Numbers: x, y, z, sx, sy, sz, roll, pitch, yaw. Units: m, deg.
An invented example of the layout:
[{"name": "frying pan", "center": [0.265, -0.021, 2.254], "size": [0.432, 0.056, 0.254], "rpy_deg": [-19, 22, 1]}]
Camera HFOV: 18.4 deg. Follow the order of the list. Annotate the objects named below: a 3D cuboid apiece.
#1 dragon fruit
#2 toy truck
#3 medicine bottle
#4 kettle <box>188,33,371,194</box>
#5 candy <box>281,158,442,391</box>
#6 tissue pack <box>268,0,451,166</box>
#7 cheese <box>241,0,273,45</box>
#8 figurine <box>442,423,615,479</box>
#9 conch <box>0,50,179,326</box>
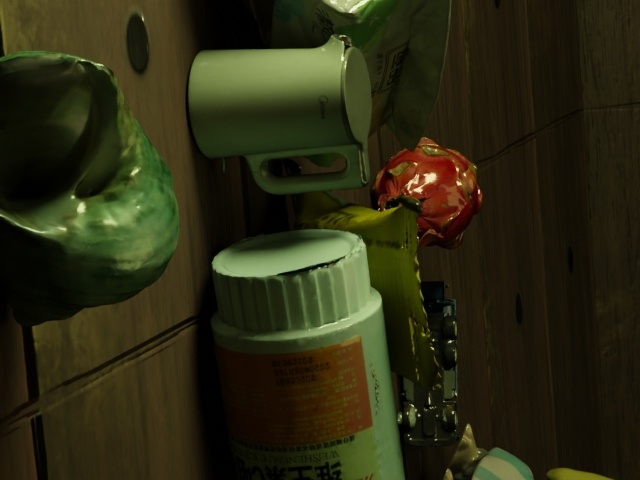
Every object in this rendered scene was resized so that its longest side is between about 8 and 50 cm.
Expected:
[{"name": "dragon fruit", "center": [0.125, -0.050, 2.305], "size": [0.166, 0.133, 0.136], "rpy_deg": [-23, 101, -61]}, {"name": "toy truck", "center": [0.133, 0.151, 2.416], "size": [0.088, 0.074, 0.202], "rpy_deg": [36, 52, -80]}, {"name": "medicine bottle", "center": [-0.009, 0.156, 1.789], "size": [0.158, 0.158, 0.318], "rpy_deg": [-49, 134, -66]}, {"name": "kettle", "center": [-0.034, -0.113, 1.759], "size": [0.098, 0.148, 0.127], "rpy_deg": [42, 49, -68]}, {"name": "candy", "center": [0.034, 0.027, 1.876], "size": [0.297, 0.081, 0.187], "rpy_deg": [-158, -122, -67]}, {"name": "tissue pack", "center": [0.049, -0.183, 1.857], "size": [0.159, 0.145, 0.229], "rpy_deg": [-41, 157, -30]}, {"name": "cheese", "center": [-0.032, -0.298, 1.924], "size": [0.270, 0.069, 0.177], "rpy_deg": [-74, 154, -43]}, {"name": "figurine", "center": [0.262, 0.488, 2.600], "size": [0.378, 0.361, 0.266], "rpy_deg": [-63, 177, 33]}, {"name": "conch", "center": [-0.177, -0.035, 1.337], "size": [0.176, 0.122, 0.188], "rpy_deg": [-12, 97, -52]}]
